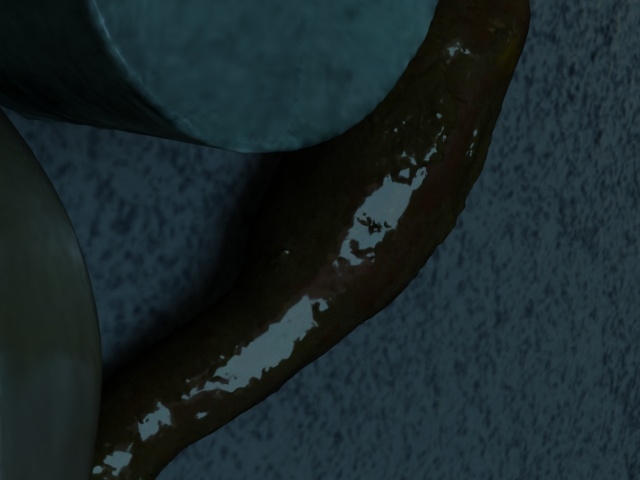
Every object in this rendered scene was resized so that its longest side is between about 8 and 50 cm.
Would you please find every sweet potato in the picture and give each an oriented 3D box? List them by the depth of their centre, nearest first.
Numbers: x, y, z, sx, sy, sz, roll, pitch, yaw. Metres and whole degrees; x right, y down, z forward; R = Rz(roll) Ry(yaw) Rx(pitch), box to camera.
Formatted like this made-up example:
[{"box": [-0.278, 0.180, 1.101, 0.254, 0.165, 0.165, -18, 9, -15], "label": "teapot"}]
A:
[{"box": [0.000, 0.000, 0.671, 0.385, 0.109, 0.109, -54, 128, -13], "label": "sweet potato"}]

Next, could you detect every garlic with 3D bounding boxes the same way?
[{"box": [-0.149, 0.080, 0.524, 0.112, 0.143, 0.318, 2, 99, 0], "label": "garlic"}]

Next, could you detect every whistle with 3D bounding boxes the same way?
[{"box": [-0.108, -0.175, 0.490, 0.405, 0.168, 0.188, 42, 72, -39], "label": "whistle"}]
